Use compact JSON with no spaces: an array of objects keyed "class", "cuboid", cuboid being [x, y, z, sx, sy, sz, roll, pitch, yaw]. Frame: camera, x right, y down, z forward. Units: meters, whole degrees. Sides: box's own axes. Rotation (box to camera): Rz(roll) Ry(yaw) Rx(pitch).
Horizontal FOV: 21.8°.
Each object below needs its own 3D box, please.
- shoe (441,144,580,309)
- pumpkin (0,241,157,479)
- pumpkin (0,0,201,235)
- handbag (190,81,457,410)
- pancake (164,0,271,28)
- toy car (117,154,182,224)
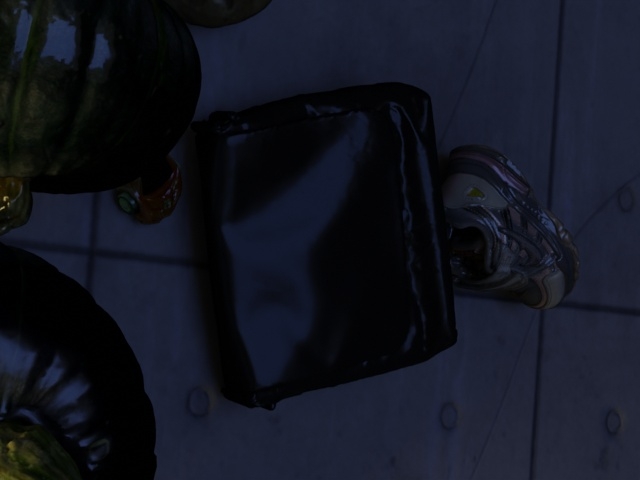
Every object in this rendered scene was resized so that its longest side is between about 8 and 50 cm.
[{"class":"shoe","cuboid":[0.159,0.004,1.493,0.092,0.089,0.180,-48,114,-29]},{"class":"pumpkin","cuboid":[-0.236,0.136,1.064,0.296,0.296,0.295,0,89,-38]},{"class":"pumpkin","cuboid":[-0.203,-0.110,1.112,0.250,0.250,0.216,3,90,-38]},{"class":"handbag","cuboid":[0.000,0.000,1.380,0.223,0.080,0.247,-12,99,-31]},{"class":"pancake","cuboid":[-0.101,-0.290,1.319,0.242,0.050,0.242,3,86,-47]},{"class":"toy car","cuboid":[-0.145,-0.069,1.287,0.059,0.035,0.122,-43,113,-35]}]
